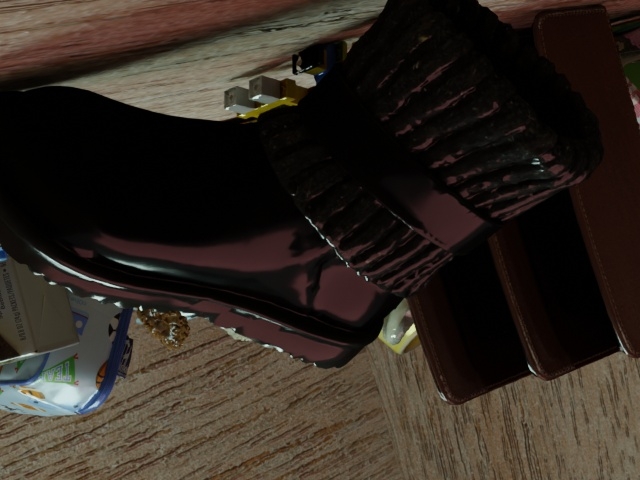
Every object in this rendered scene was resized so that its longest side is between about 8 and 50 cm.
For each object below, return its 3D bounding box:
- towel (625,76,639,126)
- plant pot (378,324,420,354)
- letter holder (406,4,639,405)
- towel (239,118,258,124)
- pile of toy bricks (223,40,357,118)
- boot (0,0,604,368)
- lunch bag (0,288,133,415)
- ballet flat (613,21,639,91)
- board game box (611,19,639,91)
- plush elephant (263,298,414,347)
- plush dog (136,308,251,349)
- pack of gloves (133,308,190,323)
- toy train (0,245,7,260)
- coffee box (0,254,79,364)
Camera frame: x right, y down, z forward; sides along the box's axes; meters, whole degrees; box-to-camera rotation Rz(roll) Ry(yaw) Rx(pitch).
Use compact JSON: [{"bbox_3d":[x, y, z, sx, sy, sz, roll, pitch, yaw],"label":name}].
[{"bbox_3d":[0.244,-0.132,1.583,0.197,0.029,0.144,35,147,-31],"label":"towel"},{"bbox_3d":[0.093,0.014,2.223,0.254,0.239,0.254,-37,169,-8],"label":"plant pot"},{"bbox_3d":[0.171,-0.031,1.411,0.152,0.302,0.214,-16,178,39],"label":"letter holder"},{"bbox_3d":[-0.153,-0.087,1.577,0.237,0.021,0.102,-14,173,-19],"label":"towel"},{"bbox_3d":[0.029,-0.083,1.226,0.105,0.118,0.212,11,162,-40],"label":"pile of toy bricks"},{"bbox_3d":[-0.023,-0.065,1.021,0.348,0.131,0.260,20,134,-34],"label":"boot"},{"bbox_3d":[-0.297,0.066,1.807,0.115,0.243,0.303,23,162,-31],"label":"lunch bag"},{"bbox_3d":[0.284,-0.174,1.616,0.221,0.079,0.077,-15,-179,-3],"label":"ballet flat"},{"bbox_3d":[0.383,-0.176,1.687,0.259,0.124,0.039,-15,-179,-5],"label":"board game box"},{"bbox_3d":[0.000,0.000,1.795,0.330,0.255,0.272,-16,179,0],"label":"plush elephant"},{"bbox_3d":[-0.199,0.025,2.349,0.225,0.262,0.211,-25,149,-20],"label":"plush dog"},{"bbox_3d":[-0.190,0.033,2.528,0.232,0.195,0.046,-17,154,20],"label":"pack of gloves"},{"bbox_3d":[-0.344,-0.006,1.441,0.184,0.080,0.105,-16,173,26],"label":"toy train"},{"bbox_3d":[-0.412,0.065,1.632,0.297,0.168,0.119,-16,178,14],"label":"coffee box"}]
